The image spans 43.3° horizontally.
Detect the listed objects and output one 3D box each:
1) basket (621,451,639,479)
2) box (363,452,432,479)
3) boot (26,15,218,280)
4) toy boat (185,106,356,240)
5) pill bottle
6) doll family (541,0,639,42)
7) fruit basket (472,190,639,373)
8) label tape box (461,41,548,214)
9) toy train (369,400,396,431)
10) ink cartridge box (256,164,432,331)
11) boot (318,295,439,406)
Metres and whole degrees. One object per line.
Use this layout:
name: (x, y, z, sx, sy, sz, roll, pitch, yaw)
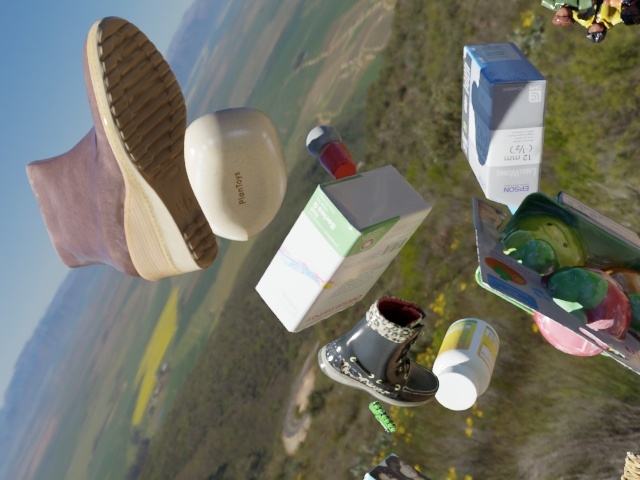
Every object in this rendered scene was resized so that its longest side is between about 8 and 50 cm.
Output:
basket: (0.790, 0.579, 1.656, 0.299, 0.223, 0.213, 174, 108, -73)
box: (0.191, 0.475, 1.393, 0.101, 0.244, 0.060, -16, -49, -56)
boot: (-0.213, -0.073, 0.748, 0.207, 0.248, 0.090, 2, 29, 34)
toy boat: (-0.098, -0.135, 1.462, 0.148, 0.319, 0.267, -120, 24, -48)
pill bottle: (0.300, 0.258, 1.678, 0.117, 0.118, 0.208, -56, -2, 31)
doll family: (0.362, -0.282, 0.953, 0.193, 0.076, 0.111, 11, 87, 44)
fruit basket: (0.344, 0.061, 1.031, 0.165, 0.327, 0.353, -60, 1, 14)
label tape box: (0.360, -0.196, 1.630, 0.249, 0.115, 0.347, -96, 3, -60)
toy train: (0.129, 0.366, 1.670, 0.024, 0.083, 0.017, -26, 21, 22)
ink cartridge box: (0.028, 0.012, 1.091, 0.154, 0.093, 0.212, -20, -29, -44)
boot: (0.138, 0.190, 1.359, 0.178, 0.237, 0.085, -51, 28, 38)
